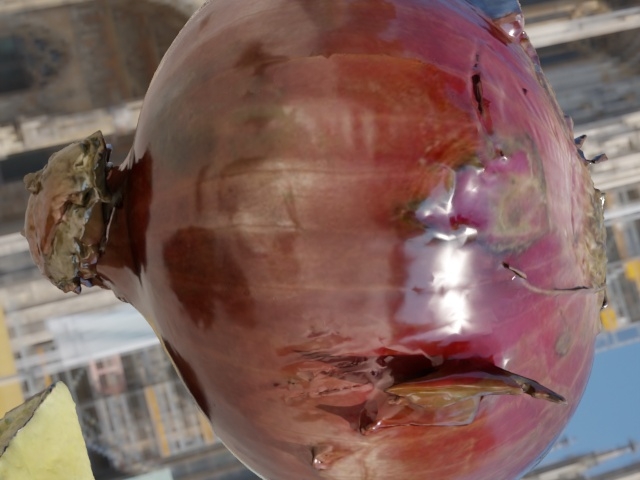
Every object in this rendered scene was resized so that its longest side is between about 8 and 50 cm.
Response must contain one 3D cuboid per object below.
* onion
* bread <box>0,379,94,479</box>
[{"bbox_3d":[0.030,-0.002,0.800,0.353,0.353,0.354,167,-90,-73],"label":"onion"},{"bbox_3d":[-0.296,0.232,1.089,0.142,0.266,0.178,44,33,-25],"label":"bread"}]
